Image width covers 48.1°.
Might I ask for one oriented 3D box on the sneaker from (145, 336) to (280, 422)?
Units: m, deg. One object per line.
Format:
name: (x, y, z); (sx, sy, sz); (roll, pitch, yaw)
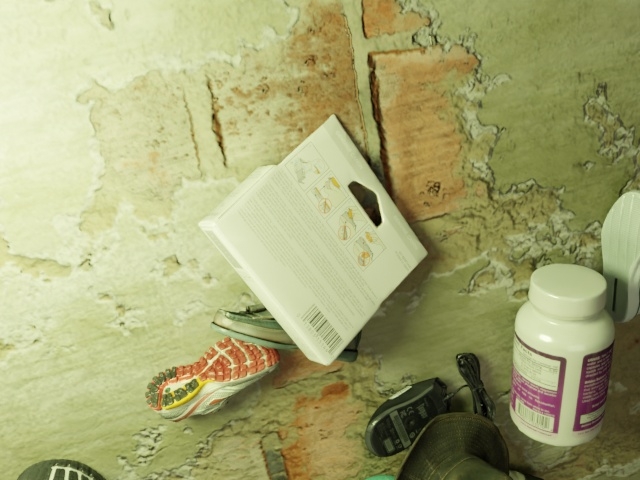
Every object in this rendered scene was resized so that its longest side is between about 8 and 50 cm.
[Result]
sneaker: (-0.174, 0.232, 1.201); (0.225, 0.088, 0.093); (-22, 138, -3)

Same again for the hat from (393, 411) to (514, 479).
hat: (0.265, 0.477, 1.266); (0.331, 0.134, 0.332); (0, 90, -32)

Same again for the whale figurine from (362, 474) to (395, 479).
whale figurine: (0.126, 0.557, 1.406); (0.216, 0.141, 0.272); (-6, 139, 3)

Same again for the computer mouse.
computer mouse: (0.205, 0.334, 1.349); (0.262, 0.060, 0.184); (-34, 114, -10)

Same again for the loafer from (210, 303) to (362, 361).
loafer: (-0.050, 0.136, 1.185); (0.267, 0.096, 0.084); (16, 90, -28)

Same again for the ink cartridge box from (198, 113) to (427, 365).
ink cartridge box: (0.000, 0.000, 1.120); (0.261, 0.066, 0.296); (-45, 113, -21)

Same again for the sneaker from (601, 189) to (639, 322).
sneaker: (0.563, 0.023, 1.286); (0.091, 0.094, 0.258); (-19, 123, -26)

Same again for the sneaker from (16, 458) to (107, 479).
sneaker: (-0.398, 0.485, 1.241); (0.300, 0.111, 0.121); (38, 105, -24)

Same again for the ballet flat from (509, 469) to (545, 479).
ballet flat: (0.329, 0.508, 1.442); (0.280, 0.095, 0.096); (-15, 105, -7)

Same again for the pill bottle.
pill bottle: (0.430, 0.201, 1.279); (0.169, 0.169, 0.302); (-9, 116, -10)
